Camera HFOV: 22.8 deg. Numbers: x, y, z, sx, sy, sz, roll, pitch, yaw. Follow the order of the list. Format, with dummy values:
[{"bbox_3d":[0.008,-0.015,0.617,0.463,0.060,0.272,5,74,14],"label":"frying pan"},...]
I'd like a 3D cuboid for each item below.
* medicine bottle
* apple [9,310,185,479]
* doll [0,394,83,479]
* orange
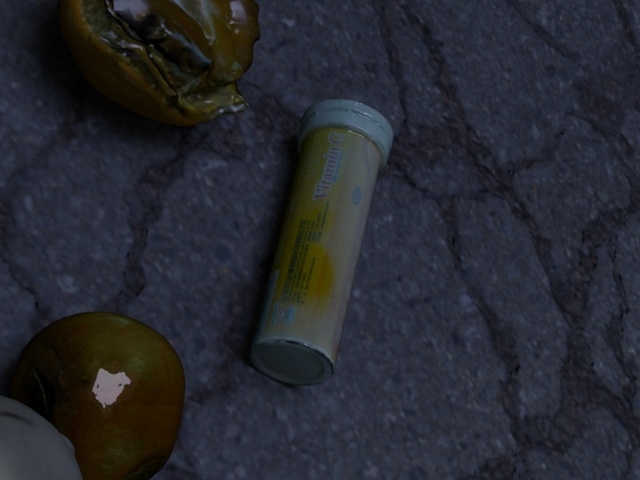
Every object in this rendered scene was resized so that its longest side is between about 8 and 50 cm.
[{"bbox_3d":[0.000,0.000,1.175,0.074,0.074,0.218,32,52,-25],"label":"medicine bottle"},{"bbox_3d":[-0.134,0.100,0.980,0.102,0.099,0.114,9,58,-41],"label":"apple"},{"bbox_3d":[-0.277,0.139,0.754,0.370,0.226,0.215,26,90,-34],"label":"doll"},{"bbox_3d":[-0.120,-0.152,1.122,0.170,0.112,0.160,61,27,-32],"label":"orange"}]
